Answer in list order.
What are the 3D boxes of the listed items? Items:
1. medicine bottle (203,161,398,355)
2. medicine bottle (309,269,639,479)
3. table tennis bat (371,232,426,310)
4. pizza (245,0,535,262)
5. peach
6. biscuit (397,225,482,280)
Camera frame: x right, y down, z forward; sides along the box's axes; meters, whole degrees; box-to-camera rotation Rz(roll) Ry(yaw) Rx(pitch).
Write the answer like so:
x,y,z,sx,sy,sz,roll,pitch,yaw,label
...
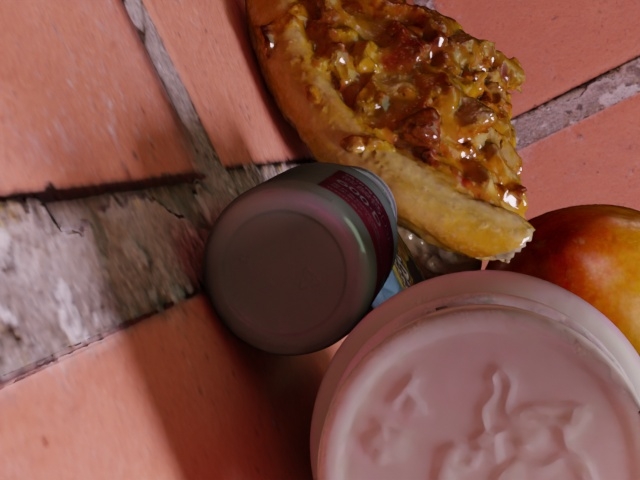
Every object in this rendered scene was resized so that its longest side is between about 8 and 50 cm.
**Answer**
x,y,z,sx,sy,sz,roll,pitch,yaw,label
0.000,0.000,0.754,0.090,0.090,0.216,63,13,-3,medicine bottle
0.084,0.098,0.658,0.293,0.170,0.170,28,37,-82,medicine bottle
0.058,0.047,1.020,0.329,0.044,0.215,41,26,-64,table tennis bat
0.074,-0.123,1.039,0.335,0.226,0.086,51,-37,23,pizza
0.268,0.113,1.223,0.308,0.289,0.289,34,18,-8,peach
0.070,-0.085,1.213,0.274,0.091,0.213,46,23,-47,biscuit
